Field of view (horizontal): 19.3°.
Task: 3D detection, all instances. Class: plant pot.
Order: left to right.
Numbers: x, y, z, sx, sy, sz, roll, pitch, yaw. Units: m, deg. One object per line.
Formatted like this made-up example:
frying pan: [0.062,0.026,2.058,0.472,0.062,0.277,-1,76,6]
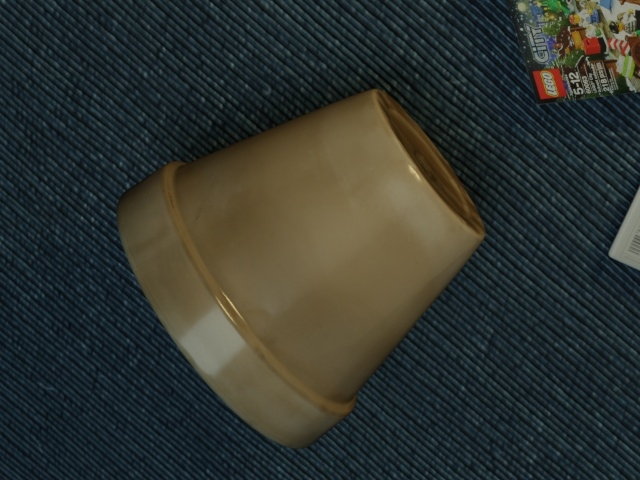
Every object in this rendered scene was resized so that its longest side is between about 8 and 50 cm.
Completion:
plant pot: [0.000,0.000,1.905,0.280,0.323,0.323,-37,99,13]

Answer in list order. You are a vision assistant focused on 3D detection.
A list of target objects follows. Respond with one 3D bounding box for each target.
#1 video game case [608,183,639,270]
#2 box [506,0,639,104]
video game case: [0.424,-0.038,1.873,0.206,0.026,0.227,24,119,7]
box: [0.253,-0.251,1.798,0.159,0.044,0.233,-6,113,36]
